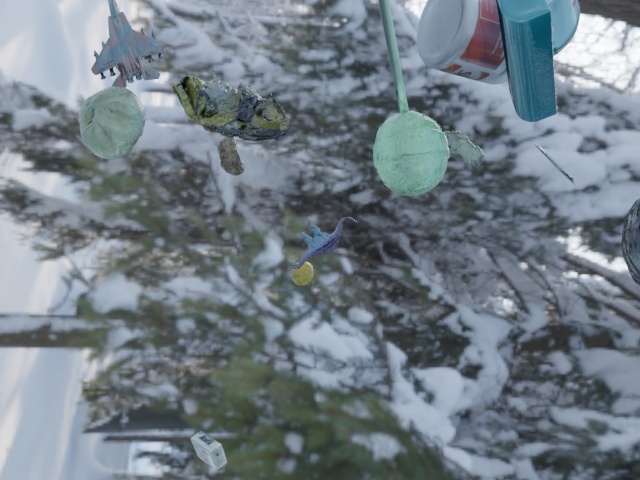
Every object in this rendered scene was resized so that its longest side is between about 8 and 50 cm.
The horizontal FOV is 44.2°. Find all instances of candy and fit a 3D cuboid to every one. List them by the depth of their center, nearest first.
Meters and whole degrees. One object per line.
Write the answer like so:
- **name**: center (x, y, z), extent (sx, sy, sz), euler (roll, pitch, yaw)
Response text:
- **candy**: center (0.118, -0.284, 1.247), extent (0.119, 0.119, 0.440), euler (123, -39, -73)

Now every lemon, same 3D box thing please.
- **lemon**: center (-0.048, 0.087, 2.132), extent (0.083, 0.062, 0.062), euler (-75, 176, -46)

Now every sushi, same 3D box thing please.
- **sushi**: center (-0.201, -0.302, 1.742), extent (0.131, 0.290, 0.139), euler (-56, -128, 29)

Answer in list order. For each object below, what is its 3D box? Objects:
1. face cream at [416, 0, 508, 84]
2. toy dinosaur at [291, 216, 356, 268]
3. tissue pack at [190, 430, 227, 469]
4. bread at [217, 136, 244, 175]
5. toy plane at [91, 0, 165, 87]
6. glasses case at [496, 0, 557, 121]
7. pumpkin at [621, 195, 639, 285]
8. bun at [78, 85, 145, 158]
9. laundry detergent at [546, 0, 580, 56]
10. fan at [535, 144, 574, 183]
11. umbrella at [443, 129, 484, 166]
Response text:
- **face cream**: center (0.343, -0.467, 1.771), extent (0.201, 0.187, 0.201), euler (-26, -120, 58)
- **toy dinosaur**: center (0.000, 0.000, 1.881), extent (0.080, 0.197, 0.045), euler (47, -16, 18)
- **tissue pack**: center (-0.260, 0.490, 1.843), extent (0.083, 0.042, 0.062), euler (18, -51, 47)
- **bread**: center (-0.246, -0.225, 2.150), extent (0.082, 0.060, 0.113), euler (-100, 176, -59)
- **toy plane**: center (-0.570, -0.586, 2.283), extent (0.104, 0.222, 0.327), euler (68, 4, -68)
- **glasses case**: center (0.322, -0.307, 1.256), extent (0.301, 0.070, 0.117), euler (47, 25, -62)
- **pumpkin**: center (0.654, -0.002, 1.286), extent (0.315, 0.315, 0.239), euler (115, -4, -68)
- **bun**: center (-0.554, -0.312, 2.064), extent (0.118, 0.195, 0.196), euler (12, 75, -57)
- **laundry detergent**: center (0.595, -0.685, 2.277), extent (0.305, 0.287, 0.288), euler (44, 39, -60)
- **fan**: center (0.614, -0.200, 2.063), extent (0.009, 0.240, 0.131), euler (-47, -126, 13)
- **umbrella**: center (0.388, -0.256, 2.164), extent (0.067, 0.143, 0.062), euler (-53, 152, 7)
